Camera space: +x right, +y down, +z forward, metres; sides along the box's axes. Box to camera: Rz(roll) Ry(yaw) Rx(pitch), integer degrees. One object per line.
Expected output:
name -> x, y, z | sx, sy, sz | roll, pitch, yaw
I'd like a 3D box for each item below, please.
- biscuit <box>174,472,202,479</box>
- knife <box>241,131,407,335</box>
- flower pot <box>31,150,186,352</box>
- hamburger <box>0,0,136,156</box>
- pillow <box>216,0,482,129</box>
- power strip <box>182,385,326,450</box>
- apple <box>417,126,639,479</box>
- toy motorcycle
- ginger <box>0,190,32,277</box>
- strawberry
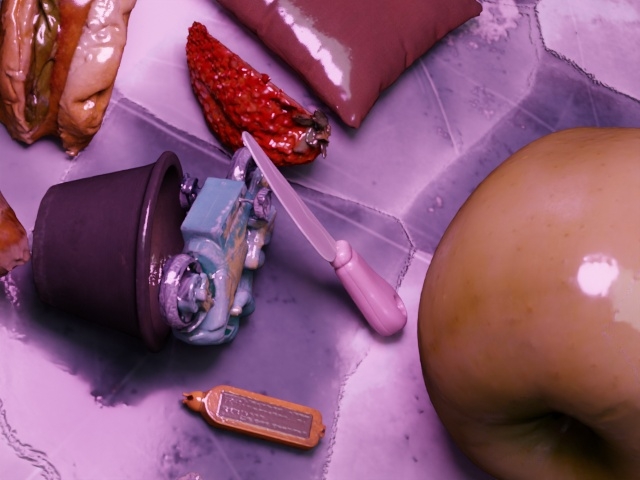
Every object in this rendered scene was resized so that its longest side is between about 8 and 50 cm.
biscuit -> -0.148, 0.394, 1.542 | 0.147, 0.046, 0.250 | -19, 73, -24
knife -> 0.000, 0.002, 1.678 | 0.336, 0.043, 0.081 | 48, 20, -29
flower pot -> -0.248, 0.011, 1.612 | 0.148, 0.235, 0.235 | 3, 64, 6
hamburger -> -0.313, -0.298, 1.719 | 0.162, 0.209, 0.330 | 15, 61, -11
pillow -> 0.030, -0.339, 1.903 | 0.305, 0.108, 0.308 | 44, 60, 4
power strip -> -0.081, 0.210, 1.659 | 0.178, 0.028, 0.049 | 16, 62, -11
apple -> 0.343, 0.090, 1.627 | 0.474, 0.473, 0.473 | 7, 64, -15
toy motorcycle -> -0.113, 0.025, 1.656 | 0.109, 0.198, 0.296 | 8, 46, 17
ginger -> -0.454, 0.032, 1.541 | 0.256, 0.176, 0.375 | 9, 52, 8
strawberry -> -0.093, -0.167, 1.780 | 0.106, 0.175, 0.236 | -52, 50, 0
